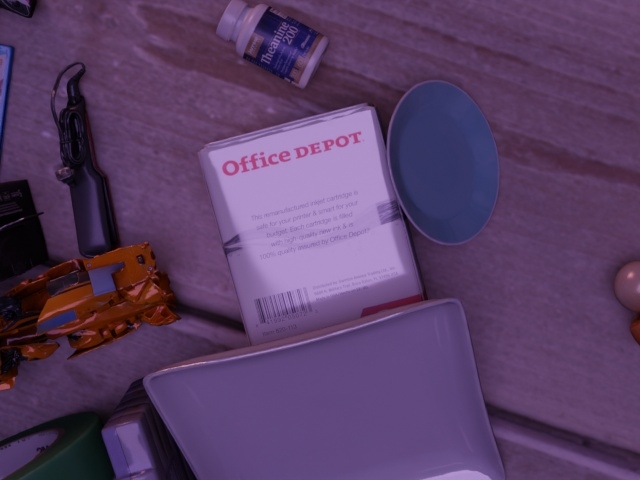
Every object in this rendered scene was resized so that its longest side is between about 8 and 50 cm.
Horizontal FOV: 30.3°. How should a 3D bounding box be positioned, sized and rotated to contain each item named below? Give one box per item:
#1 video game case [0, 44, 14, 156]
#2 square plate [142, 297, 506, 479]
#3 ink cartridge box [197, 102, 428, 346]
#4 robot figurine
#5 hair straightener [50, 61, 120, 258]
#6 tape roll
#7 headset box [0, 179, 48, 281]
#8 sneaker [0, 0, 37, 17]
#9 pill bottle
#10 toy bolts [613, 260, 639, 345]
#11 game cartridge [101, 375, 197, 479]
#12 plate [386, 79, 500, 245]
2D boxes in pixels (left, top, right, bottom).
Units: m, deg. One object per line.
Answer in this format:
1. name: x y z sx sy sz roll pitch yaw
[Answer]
1. video game case: -0.435 -0.158 1.411 0.119 0.015 0.166 10 98 2
2. square plate: 0.017 0.207 1.344 0.347 0.049 0.344 -15 132 5
3. ink cartridge box: 0.000 0.000 1.355 0.207 0.117 0.283 -14 97 6
4. robot figurine: -0.312 0.095 1.346 0.291 0.211 0.085 -22 73 -4
5. hair straightener: -0.275 -0.091 1.373 0.047 0.089 0.230 -3 98 6
6. tape roll: -0.379 0.298 1.318 0.321 0.321 0.077 -24 96 6
7. headset box: -0.459 0.013 1.334 0.293 0.218 0.110 -13 95 6
8. sneaker: -0.412 -0.292 1.373 0.178 0.072 0.077 25 111 8
9. pill bottle: -0.055 -0.229 1.352 0.120 0.067 0.067 28 99 -1
10. toy bolts: 0.451 0.032 1.304 0.158 0.218 0.228 44 80 3
11. game cartridge: -0.162 0.347 1.358 0.068 0.230 0.355 -17 96 6
12. plate: 0.134 -0.087 1.329 0.024 0.188 0.188 -7 100 47
